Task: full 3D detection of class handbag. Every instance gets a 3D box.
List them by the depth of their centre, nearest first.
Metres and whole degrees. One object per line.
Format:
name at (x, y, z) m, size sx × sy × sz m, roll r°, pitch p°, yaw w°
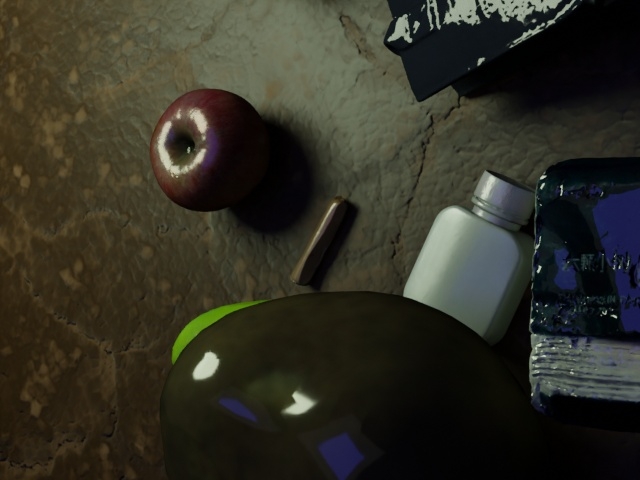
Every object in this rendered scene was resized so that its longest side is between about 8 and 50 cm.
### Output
handbag at (0.176, -0.335, 1.575) m, size 0.329 × 0.122 × 0.303 m, roll -26°, pitch 78°, yaw 49°

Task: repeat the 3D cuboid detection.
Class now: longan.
longan at (0.037, 0.218, 1.510) m, size 0.404 × 0.404 × 0.336 m, roll 18°, pitch 75°, yaw 35°

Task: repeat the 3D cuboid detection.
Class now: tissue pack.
tissue pack at (0.423, 0.055, 1.316) m, size 0.416 × 0.264 × 0.253 m, roll 1°, pitch 85°, yaw 35°

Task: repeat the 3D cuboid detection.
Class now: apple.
apple at (-0.132, -0.110, 1.810) m, size 0.153 × 0.120 × 0.153 m, roll -8°, pitch 78°, yaw 39°

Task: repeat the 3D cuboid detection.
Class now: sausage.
sausage at (0.000, 0.000, 1.763) m, size 0.026 × 0.026 × 0.116 m, roll 36°, pitch 105°, yaw 32°

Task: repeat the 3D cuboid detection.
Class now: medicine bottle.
medicine bottle at (0.171, 0.019, 1.615) m, size 0.119 × 0.069 × 0.183 m, roll 30°, pitch 103°, yaw 33°

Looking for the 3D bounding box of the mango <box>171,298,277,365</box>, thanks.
mango at (-0.074, 0.133, 1.750) m, size 0.233 × 0.111 × 0.125 m, roll -12°, pitch 73°, yaw 32°
